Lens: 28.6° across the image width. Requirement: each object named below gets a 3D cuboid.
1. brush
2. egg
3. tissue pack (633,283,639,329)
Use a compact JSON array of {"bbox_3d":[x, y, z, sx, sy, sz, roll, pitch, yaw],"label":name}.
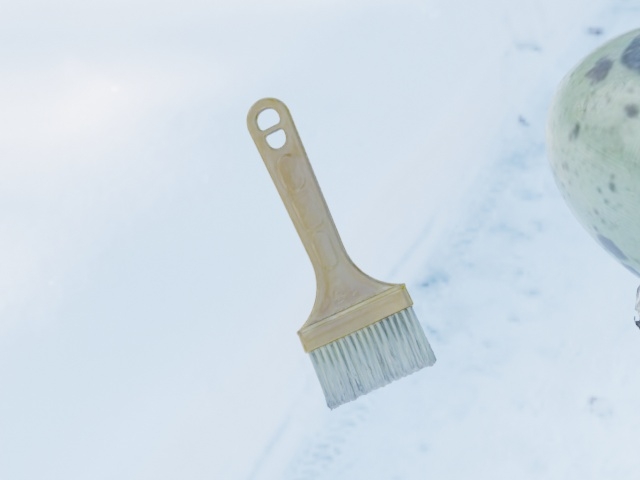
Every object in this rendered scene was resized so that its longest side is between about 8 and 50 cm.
[{"bbox_3d":[0.000,0.000,1.071,0.103,0.272,0.013,-26,-10,11],"label":"brush"},{"bbox_3d":[0.400,-0.074,1.212,0.379,0.287,0.287,29,38,15],"label":"egg"},{"bbox_3d":[0.427,0.055,0.893,0.370,0.198,0.210,17,15,-24],"label":"tissue pack"}]
